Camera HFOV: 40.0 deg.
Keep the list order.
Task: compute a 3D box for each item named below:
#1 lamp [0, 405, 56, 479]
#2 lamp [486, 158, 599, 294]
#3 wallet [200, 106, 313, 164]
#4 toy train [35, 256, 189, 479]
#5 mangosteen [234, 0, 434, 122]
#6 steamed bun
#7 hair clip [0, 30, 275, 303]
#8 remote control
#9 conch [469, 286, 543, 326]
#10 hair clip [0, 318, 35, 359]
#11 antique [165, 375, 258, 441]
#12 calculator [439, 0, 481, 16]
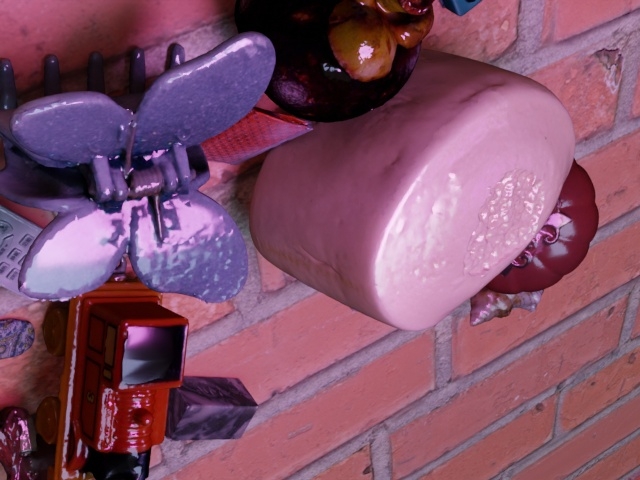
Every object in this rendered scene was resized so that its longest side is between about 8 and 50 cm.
[{"bbox_3d":[-0.436,0.365,1.453,0.151,0.215,0.223,-15,176,13],"label":"lamp"},{"bbox_3d":[0.361,-0.050,1.641,0.303,0.303,0.257,-58,165,16],"label":"lamp"},{"bbox_3d":[-0.111,-0.149,1.290,0.103,0.196,0.020,7,74,-38],"label":"wallet"},{"bbox_3d":[-0.312,0.207,1.341,0.163,0.232,0.369,2,97,-39],"label":"toy train"},{"bbox_3d":[0.031,-0.289,1.180,0.288,0.287,0.233,-26,128,-19],"label":"mangosteen"},{"bbox_3d":[0.126,-0.116,1.340,0.456,0.371,0.290,-44,137,-19],"label":"steamed bun"},{"bbox_3d":[-0.263,-0.113,1.131,0.318,0.238,0.392,-14,131,-29],"label":"hair clip"},{"bbox_3d":[-0.465,-0.014,1.196,0.103,0.051,0.293,-48,135,4],"label":"remote control"},{"bbox_3d":[0.389,0.034,1.850,0.203,0.170,0.386,53,43,-26],"label":"conch"},{"bbox_3d":[-0.525,0.147,1.292,0.229,0.036,0.066,4,114,-41],"label":"hair clip"},{"bbox_3d":[-0.209,0.313,1.643,0.183,0.088,0.086,11,117,-44],"label":"antique"},{"bbox_3d":[0.266,-0.508,1.361,0.274,0.058,0.248,-40,138,-3],"label":"calculator"}]
